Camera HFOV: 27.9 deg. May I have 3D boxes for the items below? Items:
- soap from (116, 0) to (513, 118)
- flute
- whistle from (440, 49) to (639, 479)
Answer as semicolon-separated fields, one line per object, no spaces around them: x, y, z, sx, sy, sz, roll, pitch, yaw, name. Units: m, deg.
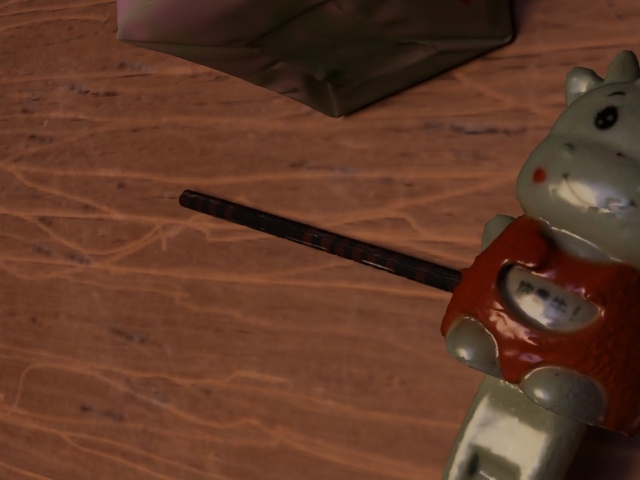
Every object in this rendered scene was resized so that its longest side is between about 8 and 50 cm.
-0.006;-0.192;0.684;0.138;0.182;0.199;-17;68;40;soap
0.000;0.000;0.746;0.269;0.014;0.014;17;91;45;flute
0.112;0.028;0.568;0.253;0.106;0.102;-66;28;8;whistle
